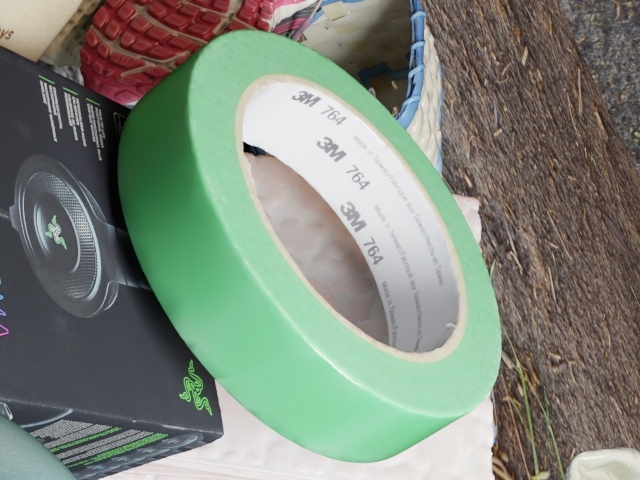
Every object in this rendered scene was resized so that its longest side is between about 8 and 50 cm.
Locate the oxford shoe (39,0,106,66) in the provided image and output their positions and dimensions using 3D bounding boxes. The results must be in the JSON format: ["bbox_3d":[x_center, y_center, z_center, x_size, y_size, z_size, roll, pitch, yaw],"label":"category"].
[{"bbox_3d":[-0.168,-0.285,1.315,0.130,0.169,0.449,29,38,3],"label":"oxford shoe"}]

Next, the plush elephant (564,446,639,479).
[{"bbox_3d":[0.266,0.371,1.626,0.255,0.272,0.330,-18,69,-46],"label":"plush elephant"}]

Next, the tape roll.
[{"bbox_3d":[0.000,0.000,1.079,0.321,0.077,0.321,37,34,-30],"label":"tape roll"}]

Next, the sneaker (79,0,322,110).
[{"bbox_3d":[-0.081,-0.174,1.253,0.121,0.112,0.299,38,46,15],"label":"sneaker"}]

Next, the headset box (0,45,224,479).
[{"bbox_3d":[-0.197,0.023,0.983,0.283,0.131,0.246,25,48,-61],"label":"headset box"}]

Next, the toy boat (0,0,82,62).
[{"bbox_3d":[-0.275,-0.194,1.009,0.151,0.151,0.231,46,16,17],"label":"toy boat"}]

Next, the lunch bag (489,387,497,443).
[{"bbox_3d":[0.113,0.097,1.630,0.303,0.114,0.243,50,34,-64],"label":"lunch bag"}]

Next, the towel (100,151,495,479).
[{"bbox_3d":[-0.020,0.067,1.214,0.053,0.316,0.332,107,-10,-47],"label":"towel"}]

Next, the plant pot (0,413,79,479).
[{"bbox_3d":[-0.229,0.169,0.679,0.293,0.293,0.196,50,4,-43],"label":"plant pot"}]

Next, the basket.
[{"bbox_3d":[0.010,-0.176,1.525,0.289,0.201,0.255,57,30,-45],"label":"basket"}]
